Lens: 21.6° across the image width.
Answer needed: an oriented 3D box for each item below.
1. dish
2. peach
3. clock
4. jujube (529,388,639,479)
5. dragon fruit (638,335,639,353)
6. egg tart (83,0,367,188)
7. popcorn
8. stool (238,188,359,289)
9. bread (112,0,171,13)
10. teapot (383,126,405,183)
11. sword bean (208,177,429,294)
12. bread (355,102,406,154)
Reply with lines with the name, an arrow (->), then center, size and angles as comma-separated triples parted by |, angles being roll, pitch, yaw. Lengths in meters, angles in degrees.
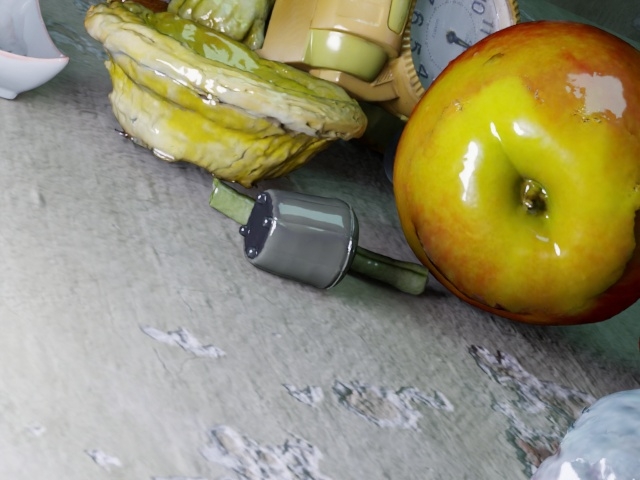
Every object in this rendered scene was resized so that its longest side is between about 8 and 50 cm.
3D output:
dish -> -0.369, -0.224, 1.810 | 0.151, 0.077, 0.212 | 15, 24, -30
peach -> 0.261, -0.078, 1.892 | 0.370, 0.370, 0.370 | 25, 20, -10
clock -> 0.103, -0.273, 2.104 | 0.317, 0.244, 0.200 | 19, -4, -38
jujube -> 0.305, 0.263, 1.317 | 0.308, 0.215, 0.246 | 40, 32, 15
dragon fruit -> 0.509, 0.118, 1.868 | 0.277, 0.277, 0.342 | 17, -3, -31
egg tart -> -0.118, -0.158, 1.882 | 0.345, 0.132, 0.345 | 22, 13, -5
popcorn -> -0.110, -0.296, 2.160 | 0.173, 0.195, 0.168 | 28, -1, 9
stool -> -0.021, -0.003, 1.720 | 0.110, 0.096, 0.096 | 15, 23, -21
bread -> -0.262, -0.379, 2.347 | 0.160, 0.073, 0.160 | 25, 20, -9
teapot -> 0.140, -0.081, 2.179 | 0.092, 0.124, 0.091 | -7, -22, 32
sword bean -> 0.001, 0.000, 1.822 | 0.269, 0.038, 0.043 | 23, 46, -16
bread -> 0.186, -0.139, 2.359 | 0.361, 0.077, 0.138 | 17, 22, -30
